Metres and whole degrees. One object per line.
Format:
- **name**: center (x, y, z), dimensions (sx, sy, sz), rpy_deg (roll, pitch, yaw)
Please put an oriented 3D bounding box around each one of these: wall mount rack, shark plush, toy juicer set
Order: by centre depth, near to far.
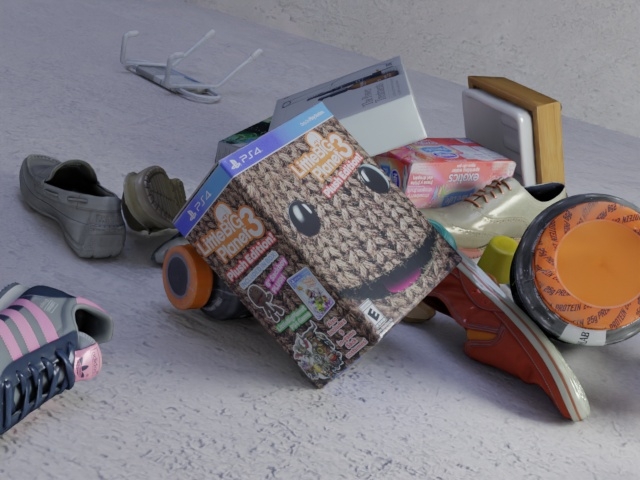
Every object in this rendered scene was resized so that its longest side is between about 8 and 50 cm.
- **shark plush**: center (-0.220, -0.005, 1.539), dimensions (0.067, 0.073, 0.161), rpy_deg (-17, 25, 7)
- **toy juicer set**: center (0.159, 0.035, 1.640), dimensions (0.329, 0.089, 0.209), rpy_deg (20, 39, 10)
- **wall mount rack**: center (-0.344, -0.477, 2.591), dimensions (0.350, 0.131, 0.304), rpy_deg (30, 26, 37)

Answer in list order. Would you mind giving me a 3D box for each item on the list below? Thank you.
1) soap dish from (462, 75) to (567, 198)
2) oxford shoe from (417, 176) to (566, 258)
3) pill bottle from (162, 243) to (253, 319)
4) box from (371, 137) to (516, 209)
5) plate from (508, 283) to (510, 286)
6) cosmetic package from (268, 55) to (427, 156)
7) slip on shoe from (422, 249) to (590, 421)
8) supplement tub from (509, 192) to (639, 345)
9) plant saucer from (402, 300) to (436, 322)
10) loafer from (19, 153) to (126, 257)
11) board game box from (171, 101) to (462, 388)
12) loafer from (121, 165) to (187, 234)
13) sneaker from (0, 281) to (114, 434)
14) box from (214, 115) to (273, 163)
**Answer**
- **soap dish**: center (0.416, -0.196, 2.083), dimensions (0.118, 0.291, 0.229), rpy_deg (-24, 34, -19)
- **oxford shoe**: center (0.303, -0.057, 1.850), dimensions (0.397, 0.147, 0.140), rpy_deg (-4, 29, -36)
- **pill bottle**: center (-0.096, 0.042, 1.376), dimensions (0.245, 0.130, 0.130), rpy_deg (-4, 26, -38)
- **box**: center (0.229, -0.118, 1.972), dimensions (0.300, 0.142, 0.154), rpy_deg (-5, 27, -39)
- **plate**: center (0.420, 0.079, 1.742), dimensions (0.188, 0.024, 0.188), rpy_deg (10, 21, -4)
- **cosmetic package**: center (0.048, -0.242, 1.921), dimensions (0.284, 0.097, 0.377), rpy_deg (-21, 19, 9)
- **slip on shoe**: center (0.257, 0.144, 1.384), dimensions (0.331, 0.101, 0.123), rpy_deg (48, 1, 41)
- **supplement tub**: center (0.377, 0.047, 1.391), dimensions (0.207, 0.207, 0.338), rpy_deg (17, -2, 10)
- **plant saucer**: center (0.136, 0.107, 1.508), dimensions (0.083, 0.015, 0.083), rpy_deg (12, 20, -4)
- **loafer**: center (-0.389, -0.080, 1.543), dimensions (0.112, 0.111, 0.319), rpy_deg (-4, 26, -38)
- **board game box**: center (0.000, 0.000, 1.280), dimensions (0.291, 0.141, 0.232), rpy_deg (48, 43, 3)
- **loafer**: center (-0.269, -0.054, 1.540), dimensions (0.092, 0.102, 0.268), rpy_deg (-16, -4, 2)
- **sneaker**: center (-0.306, 0.130, 1.043), dimensions (0.131, 0.112, 0.319), rpy_deg (9, 22, -3)
- **box**: center (-0.058, -0.191, 2.116), dimensions (0.232, 0.058, 0.322), rpy_deg (18, 20, 12)
